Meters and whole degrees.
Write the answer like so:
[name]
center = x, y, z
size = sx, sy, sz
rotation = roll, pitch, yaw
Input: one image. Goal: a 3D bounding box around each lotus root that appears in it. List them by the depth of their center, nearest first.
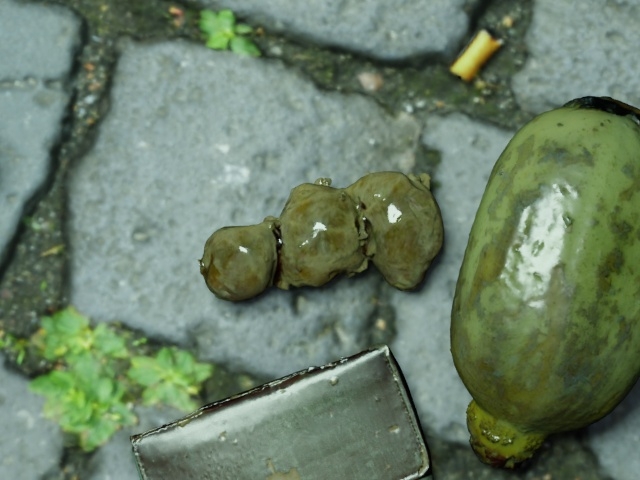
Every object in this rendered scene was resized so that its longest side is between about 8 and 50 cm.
[lotus root]
center = 0.196, 0.037, 1.156
size = 0.173, 0.173, 0.309
rotation = 17, 89, 3

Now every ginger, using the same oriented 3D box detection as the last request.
[ginger]
center = 0.000, 0.000, 1.193
size = 0.204, 0.080, 0.104
rotation = -8, 86, -3

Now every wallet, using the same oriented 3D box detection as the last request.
[wallet]
center = -0.031, 0.176, 1.190
size = 0.232, 0.031, 0.122
rotation = -19, 85, -1
